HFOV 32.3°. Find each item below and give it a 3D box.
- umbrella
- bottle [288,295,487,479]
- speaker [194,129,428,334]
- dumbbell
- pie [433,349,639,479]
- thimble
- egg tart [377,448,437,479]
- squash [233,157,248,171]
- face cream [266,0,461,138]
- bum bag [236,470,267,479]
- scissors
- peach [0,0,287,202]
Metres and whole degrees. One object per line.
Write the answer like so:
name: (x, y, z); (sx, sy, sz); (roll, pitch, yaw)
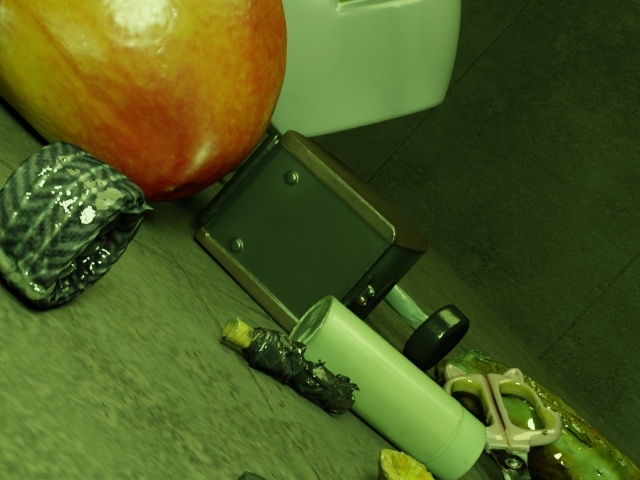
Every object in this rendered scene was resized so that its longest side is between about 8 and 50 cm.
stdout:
umbrella: (-0.023, 0.105, 0.930); (0.144, 0.040, 0.037); (36, 18, -34)
bottle: (0.062, 0.140, 1.035); (0.201, 0.072, 0.072); (41, 7, -13)
speaker: (0.000, 0.000, 1.211); (0.192, 0.153, 0.231); (43, 7, 12)
dumbbell: (0.106, 0.081, 1.508); (0.191, 0.100, 0.100); (46, 8, 20)
pie: (0.301, 0.262, 1.472); (0.354, 0.103, 0.288); (39, 2, -10)
thimble: (-0.157, -0.012, 0.682); (0.066, 0.095, 0.104); (40, 21, 6)
egg tart: (0.076, 0.205, 0.856); (0.105, 0.039, 0.105); (41, 7, -7)
squash: (-0.182, -0.157, 1.500); (0.250, 0.083, 0.083); (27, 16, -51)
face cream: (0.009, -0.305, 1.239); (0.219, 0.312, 0.357); (3, -73, 63)
bum bag: (0.007, 0.185, 0.578); (0.087, 0.049, 0.198); (43, 5, -32)
scissors: (0.212, 0.234, 1.239); (0.160, 0.024, 0.317); (5, 27, -7)
peach: (-0.161, -0.195, 1.025); (0.308, 0.289, 0.289); (40, 6, 29)
